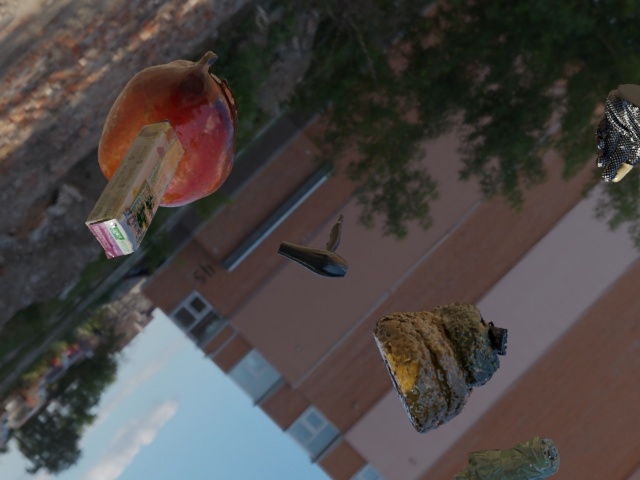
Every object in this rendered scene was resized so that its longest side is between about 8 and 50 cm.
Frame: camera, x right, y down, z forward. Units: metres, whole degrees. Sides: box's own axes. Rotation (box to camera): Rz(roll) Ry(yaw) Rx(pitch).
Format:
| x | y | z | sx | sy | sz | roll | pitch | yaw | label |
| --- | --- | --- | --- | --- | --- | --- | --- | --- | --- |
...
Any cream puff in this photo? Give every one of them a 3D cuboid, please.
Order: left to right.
| x | y | z | sx | sy | sz | roll | pitch | yaw | label |
| --- | --- | --- | --- | --- | --- | --- | --- | --- | --- |
| 0.178 | 0.162 | 1.241 | 0.169 | 0.183 | 0.183 | -22 | -174 | -2 | cream puff |

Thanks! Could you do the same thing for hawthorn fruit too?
| x | y | z | sx | sy | sz | roll | pitch | yaw | label |
| --- | --- | --- | --- | --- | --- | --- | --- | --- | --- |
| -0.292 | -0.208 | 1.762 | 0.295 | 0.295 | 0.311 | -48 | -174 | -34 | hawthorn fruit |

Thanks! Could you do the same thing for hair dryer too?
| x | y | z | sx | sy | sz | roll | pitch | yaw | label |
| --- | --- | --- | --- | --- | --- | --- | --- | --- | --- |
| 0.000 | 0.000 | 0.994 | 0.031 | 0.079 | 0.083 | 111 | 1 | -52 | hair dryer |

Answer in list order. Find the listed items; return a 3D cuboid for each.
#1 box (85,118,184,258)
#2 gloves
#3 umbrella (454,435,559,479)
| x | y | z | sx | sy | sz | roll | pitch | yaw | label |
| --- | --- | --- | --- | --- | --- | --- | --- | --- | --- |
| -0.207 | -0.064 | 1.020 | 0.041 | 0.049 | 0.207 | -11 | -145 | 19 | box |
| 0.586 | -0.194 | 1.692 | 0.180 | 0.129 | 0.106 | 97 | 10 | -45 | gloves |
| 0.232 | 0.288 | 1.117 | 0.144 | 0.067 | 0.062 | -26 | -162 | 36 | umbrella |
